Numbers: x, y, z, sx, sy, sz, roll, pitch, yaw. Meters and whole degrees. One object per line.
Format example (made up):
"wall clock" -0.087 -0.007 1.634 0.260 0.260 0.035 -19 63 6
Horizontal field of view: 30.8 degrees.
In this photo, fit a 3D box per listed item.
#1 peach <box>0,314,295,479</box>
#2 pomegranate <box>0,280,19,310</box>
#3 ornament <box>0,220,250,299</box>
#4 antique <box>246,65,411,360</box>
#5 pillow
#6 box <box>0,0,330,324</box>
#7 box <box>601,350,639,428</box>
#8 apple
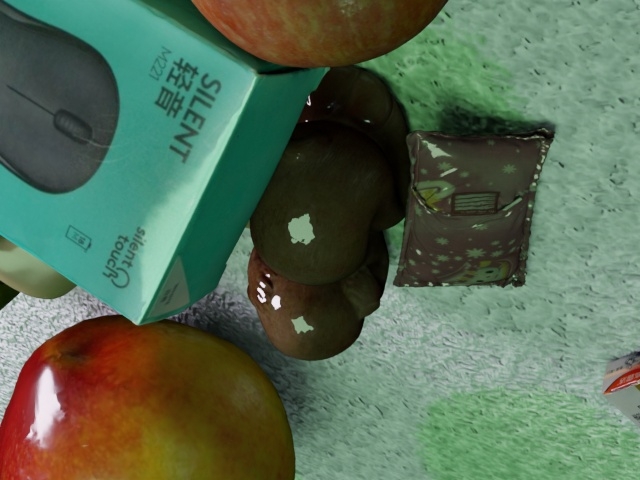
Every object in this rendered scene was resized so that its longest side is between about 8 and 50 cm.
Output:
"peach" -0.177 0.222 1.157 0.307 0.308 0.332 -2 130 29
"pomegranate" -0.358 0.006 1.119 0.180 0.180 0.210 26 159 0
"ornament" -0.192 -0.037 0.998 0.230 0.061 0.245 -41 118 19
"antique" 0.000 0.000 0.934 0.121 0.143 0.257 18 142 6
"pillow" 0.116 -0.024 0.912 0.118 0.043 0.185 -2 140 -5
"box" -0.181 -0.110 0.804 0.311 0.118 0.205 32 115 8
"box" 0.340 0.178 1.027 0.218 0.039 0.055 41 137 -18
"apple" -0.003 -0.197 0.678 0.188 0.188 0.174 3 139 25
